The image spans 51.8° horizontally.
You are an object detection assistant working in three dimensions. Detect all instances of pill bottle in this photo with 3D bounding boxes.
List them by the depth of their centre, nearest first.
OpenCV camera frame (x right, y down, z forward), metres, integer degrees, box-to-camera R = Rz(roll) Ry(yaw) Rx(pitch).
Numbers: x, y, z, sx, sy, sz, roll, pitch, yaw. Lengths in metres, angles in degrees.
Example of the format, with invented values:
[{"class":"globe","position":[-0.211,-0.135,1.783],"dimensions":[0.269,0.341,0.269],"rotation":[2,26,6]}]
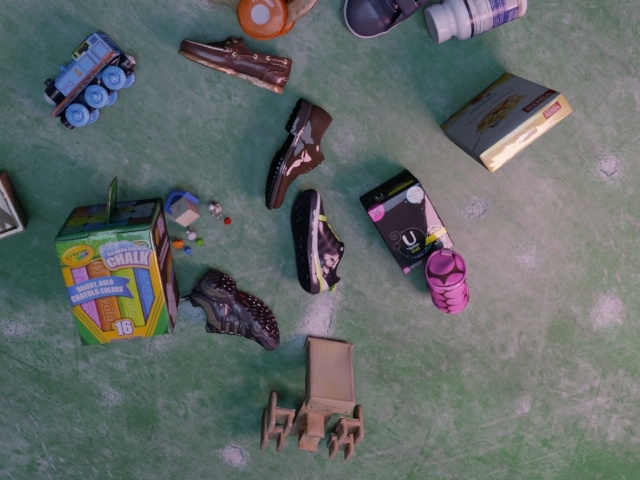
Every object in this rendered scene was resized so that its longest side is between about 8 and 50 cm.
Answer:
[{"class":"pill bottle","position":[0.283,-0.428,1.215],"dimensions":[0.169,0.094,0.094],"rotation":[-22,113,2]}]

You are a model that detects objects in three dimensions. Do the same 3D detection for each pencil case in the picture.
[{"class":"pencil case","position":[0.261,0.082,1.355],"dimensions":[0.095,0.209,0.098],"rotation":[13,75,16]}]

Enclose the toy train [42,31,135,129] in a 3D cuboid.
[{"class":"toy train","position":[-0.421,-0.287,1.193],"dimensions":[0.184,0.080,0.105],"rotation":[-41,102,11]}]

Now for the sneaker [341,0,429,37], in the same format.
[{"class":"sneaker","position":[0.173,-0.483,1.164],"dimensions":[0.321,0.127,0.126],"rotation":[-41,112,11]}]

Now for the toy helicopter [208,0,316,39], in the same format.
[{"class":"toy helicopter","position":[-0.146,-0.519,1.110],"dimensions":[0.355,0.140,0.235],"rotation":[34,110,-5]}]

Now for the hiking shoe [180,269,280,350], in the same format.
[{"class":"hiking shoe","position":[-0.186,0.165,1.407],"dimensions":[0.114,0.086,0.227],"rotation":[-38,106,23]}]

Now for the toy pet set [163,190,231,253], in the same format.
[{"class":"toy pet set","position":[-0.264,-0.048,1.327],"dimensions":[0.122,0.065,0.114],"rotation":[-35,146,10]}]

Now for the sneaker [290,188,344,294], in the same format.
[{"class":"sneaker","position":[0.000,0.000,1.372],"dimensions":[0.097,0.084,0.234],"rotation":[-14,116,-28]}]

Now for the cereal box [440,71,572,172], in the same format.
[{"class":"cereal box","position":[0.334,-0.225,1.222],"dimensions":[0.173,0.240,0.047],"rotation":[-38,111,8]}]

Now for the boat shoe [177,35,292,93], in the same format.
[{"class":"boat shoe","position":[-0.154,-0.337,1.211],"dimensions":[0.207,0.073,0.073],"rotation":[15,107,-20]}]

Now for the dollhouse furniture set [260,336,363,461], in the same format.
[{"class":"dollhouse furniture set","position":[-0.008,0.361,1.492],"dimensions":[0.212,0.161,0.242],"rotation":[11,132,-11]}]

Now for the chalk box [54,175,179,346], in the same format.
[{"class":"chalk box","position":[-0.388,0.027,1.265],"dimensions":[0.179,0.180,0.289],"rotation":[-8,111,-4]}]

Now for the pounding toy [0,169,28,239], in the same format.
[{"class":"pounding toy","position":[-0.652,-0.066,1.249],"dimensions":[0.141,0.100,0.130],"rotation":[-21,114,-10]}]

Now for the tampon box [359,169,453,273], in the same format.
[{"class":"tampon box","position":[0.176,-0.040,1.350],"dimensions":[0.120,0.101,0.161],"rotation":[-32,112,5]}]

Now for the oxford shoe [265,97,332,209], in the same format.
[{"class":"oxford shoe","position":[-0.042,-0.154,1.290],"dimensions":[0.096,0.083,0.227],"rotation":[20,109,-19]}]
